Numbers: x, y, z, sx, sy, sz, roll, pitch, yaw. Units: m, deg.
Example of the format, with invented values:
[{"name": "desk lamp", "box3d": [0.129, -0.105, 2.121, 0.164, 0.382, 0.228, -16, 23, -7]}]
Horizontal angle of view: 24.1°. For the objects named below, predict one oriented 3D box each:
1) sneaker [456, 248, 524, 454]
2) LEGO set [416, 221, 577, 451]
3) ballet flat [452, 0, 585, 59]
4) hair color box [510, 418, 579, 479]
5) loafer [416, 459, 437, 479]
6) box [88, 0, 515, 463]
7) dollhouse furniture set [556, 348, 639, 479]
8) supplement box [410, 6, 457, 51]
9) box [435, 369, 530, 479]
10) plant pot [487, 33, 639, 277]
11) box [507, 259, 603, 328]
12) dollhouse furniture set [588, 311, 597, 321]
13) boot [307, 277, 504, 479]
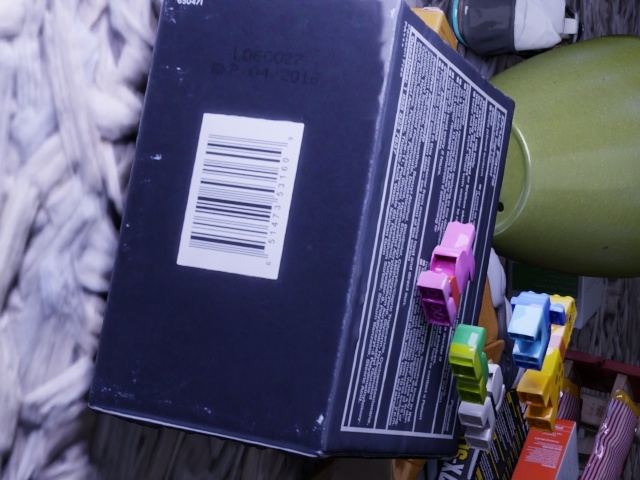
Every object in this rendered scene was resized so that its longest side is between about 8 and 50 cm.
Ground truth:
[{"name": "sneaker", "box3d": [0.120, 0.098, 1.494, 0.153, 0.101, 0.269, -56, 137, -32]}, {"name": "LEGO set", "box3d": [0.143, 0.066, 1.100, 0.227, 0.087, 0.093, 70, 35, -51]}, {"name": "ballet flat", "box3d": [0.235, -0.251, 1.682, 0.280, 0.096, 0.095, -13, 107, -66]}, {"name": "hair color box", "box3d": [0.249, 0.292, 1.713, 0.167, 0.053, 0.093, -61, 150, -45]}, {"name": "loafer", "box3d": [0.068, 0.278, 1.459, 0.084, 0.096, 0.268, -24, 112, -42]}, {"name": "box", "box3d": [0.000, 0.000, 1.079, 0.294, 0.182, 0.296, 22, 77, -66]}, {"name": "dollhouse furniture set", "box3d": [0.387, 0.310, 2.083, 0.201, 0.152, 0.374, -68, 154, -17]}, {"name": "supplement box", "box3d": [0.062, -0.090, 1.340, 0.080, 0.078, 0.234, 38, 61, -64]}, {"name": "box", "box3d": [0.185, 0.278, 1.723, 0.322, 0.079, 0.257, 68, 34, -49]}, {"name": "plant pot", "box3d": [0.241, -0.079, 1.583, 0.293, 0.274, 0.275, -9, 104, -49]}, {"name": "box", "box3d": [0.296, 0.051, 1.895, 0.102, 0.101, 0.087, -35, 127, -59]}, {"name": "dollhouse furniture set", "box3d": [0.289, 0.106, 2.013, 0.114, 0.091, 0.081, -38, 176, -31]}, {"name": "boot", "box3d": [0.086, 0.174, 1.355, 0.211, 0.104, 0.295, -19, 120, -49]}]
